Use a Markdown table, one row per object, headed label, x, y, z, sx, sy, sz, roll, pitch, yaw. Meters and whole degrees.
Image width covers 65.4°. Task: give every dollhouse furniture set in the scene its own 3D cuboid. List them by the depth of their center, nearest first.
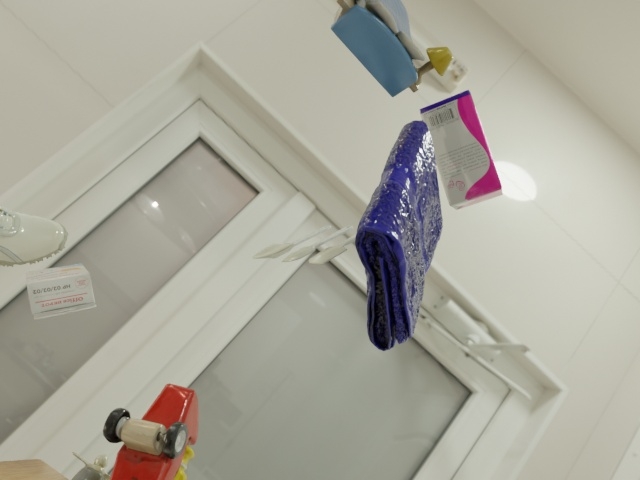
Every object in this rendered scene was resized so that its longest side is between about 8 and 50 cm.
| label | x | y | z | sx | sy | sz | roll | pitch | yaw |
| --- | --- | --- | --- | --- | --- | --- | --- | --- | --- |
| dollhouse furniture set | 0.105 | -0.414 | 0.699 | 0.198 | 0.286 | 0.303 | -28 | -53 | 33 |

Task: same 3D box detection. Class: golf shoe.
| label | x | y | z | sx | sy | sz | roll | pitch | yaw |
| --- | --- | --- | --- | --- | --- | --- | --- | --- | --- |
| golf shoe | -0.397 | -0.017 | 0.591 | 0.086 | 0.176 | 0.069 | -48 | -135 | 51 |

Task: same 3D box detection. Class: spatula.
| label | x | y | z | sx | sy | sz | roll | pitch | yaw |
| --- | --- | --- | --- | --- | --- | --- | --- | --- | --- |
| spatula | 0.000 | 0.000 | 0.975 | 0.168 | 0.242 | 0.019 | -2 | -73 | 35 |

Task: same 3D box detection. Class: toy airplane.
| label | x | y | z | sx | sy | sz | roll | pitch | yaw |
| --- | --- | --- | --- | --- | --- | --- | --- | --- | --- |
| toy airplane | -0.320 | 0.514 | 0.902 | 0.386 | 0.384 | 0.272 | 54 | -7 | 25 |

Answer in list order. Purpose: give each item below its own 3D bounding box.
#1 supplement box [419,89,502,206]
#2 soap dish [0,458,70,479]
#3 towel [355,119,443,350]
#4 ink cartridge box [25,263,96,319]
| label | x | y | z | sx | sy | sz | roll | pitch | yaw |
| --- | --- | --- | --- | --- | --- | --- | --- | --- | --- |
| supplement box | 0.306 | -0.189 | 1.077 | 0.114 | 0.111 | 0.220 | 8 | 66 | -68 |
| soap dish | -0.325 | 0.322 | 0.436 | 0.118 | 0.229 | 0.291 | 13 | -23 | -2 |
| towel | 0.133 | -0.017 | 0.752 | 0.076 | 0.308 | 0.228 | 5 | -50 | 19 |
| ink cartridge box | -0.491 | 0.091 | 0.939 | 0.181 | 0.104 | 0.062 | 10 | -72 | 58 |
